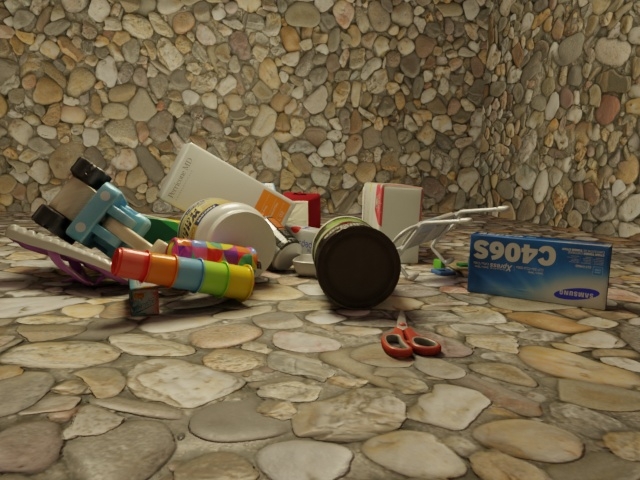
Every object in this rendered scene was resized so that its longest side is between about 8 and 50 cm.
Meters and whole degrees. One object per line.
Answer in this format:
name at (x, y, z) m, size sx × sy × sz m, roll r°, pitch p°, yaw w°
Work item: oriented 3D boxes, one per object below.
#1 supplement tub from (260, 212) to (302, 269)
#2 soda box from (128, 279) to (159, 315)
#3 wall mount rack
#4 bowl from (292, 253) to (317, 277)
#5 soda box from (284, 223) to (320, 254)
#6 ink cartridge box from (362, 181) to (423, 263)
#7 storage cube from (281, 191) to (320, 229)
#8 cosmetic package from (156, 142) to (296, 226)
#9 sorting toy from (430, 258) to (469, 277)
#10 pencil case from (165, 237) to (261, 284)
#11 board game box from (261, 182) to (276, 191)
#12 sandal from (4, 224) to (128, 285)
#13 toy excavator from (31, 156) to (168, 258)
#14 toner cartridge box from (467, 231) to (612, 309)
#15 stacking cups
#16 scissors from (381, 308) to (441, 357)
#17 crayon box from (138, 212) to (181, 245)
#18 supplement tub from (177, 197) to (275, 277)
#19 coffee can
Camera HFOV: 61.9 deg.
supplement tub at (-0.157, -0.001, 1.742) m, size 0.116 × 0.117 × 0.190 m, roll -6°, pitch 39°, yaw -44°
soda box at (-0.415, 0.124, 1.246) m, size 0.062 × 0.058 × 0.183 m, roll -2°, pitch 8°, yaw -20°
wall mount rack at (0.382, -0.022, 1.602) m, size 0.349 × 0.304 × 0.130 m, roll -17°, pitch 61°, yaw -41°
bowl at (-0.009, 0.081, 1.662) m, size 0.141 × 0.053 × 0.142 m, roll 3°, pitch 7°, yaw 12°
soda box at (-0.067, -0.005, 2.110) m, size 0.091 × 0.098 × 0.286 m, roll -4°, pitch 11°, yaw -36°
ink cartridge box at (0.265, -0.081, 2.057) m, size 0.160 × 0.280 × 0.385 m, roll 2°, pitch 8°, yaw -4°
storage cube at (-0.112, -0.118, 2.535) m, size 0.183 × 0.215 × 0.193 m, roll 5°, pitch 15°, yaw 16°
cosmetic package at (-0.347, -0.151, 1.985) m, size 0.453 × 0.230 × 0.161 m, roll 28°, pitch -4°, yaw -24°
sorting toy at (0.538, 0.084, 1.774) m, size 0.347 × 0.047 × 0.196 m, roll 2°, pitch 8°, yaw -1°
pencil case at (-0.270, 0.053, 1.350) m, size 0.236 × 0.105 × 0.104 m, roll 9°, pitch 3°, yaw -32°
board game box at (-0.365, -0.112, 2.225) m, size 0.307 × 0.086 × 0.302 m, roll -1°, pitch -34°, yaw -23°
sandal at (-0.672, 0.068, 1.444) m, size 0.415 × 0.102 × 0.169 m, roll 19°, pitch -11°, yaw 16°
toy excavator at (-0.561, -0.023, 1.522) m, size 0.445 × 0.222 × 0.433 m, roll 35°, pitch -14°, yaw -10°
toner cartridge box at (0.578, 0.074, 1.428) m, size 0.347 × 0.165 × 0.075 m, roll 5°, pitch 10°, yaw 29°
stacking cups at (-0.306, 0.071, 1.216) m, size 0.316 × 0.096 × 0.096 m, roll 16°, pitch -2°, yaw -36°
scissors at (0.159, 0.180, 1.094) m, size 0.108 × 0.021 × 0.297 m, roll -1°, pitch 10°, yaw -6°
crayon box at (-0.569, -0.033, 1.937) m, size 0.312 × 0.106 × 0.363 m, roll 8°, pitch 1°, yaw -21°
supplement tub at (-0.281, -0.005, 1.583) m, size 0.228 × 0.229 × 0.316 m, roll -3°, pitch 9°, yaw -28°
coffee can at (0.081, 0.048, 1.384) m, size 0.201 × 0.202 × 0.275 m, roll 1°, pitch 7°, yaw -4°
